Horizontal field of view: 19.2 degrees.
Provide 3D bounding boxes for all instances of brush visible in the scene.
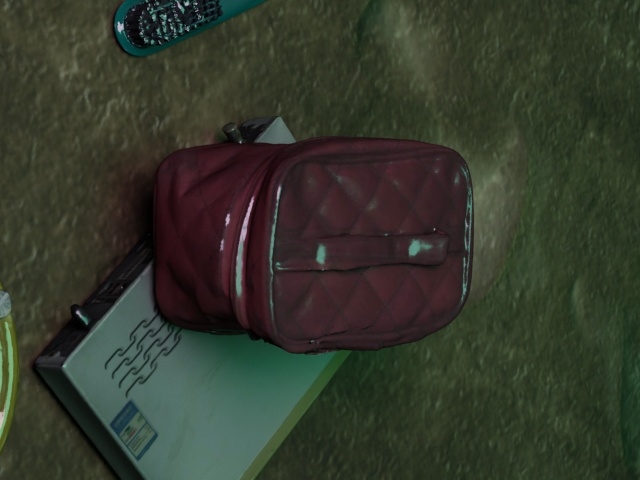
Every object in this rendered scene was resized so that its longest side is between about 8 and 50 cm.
[{"bbox_3d":[-0.073,-0.180,1.386,0.193,0.032,0.043,-29,109,-40],"label":"brush"}]

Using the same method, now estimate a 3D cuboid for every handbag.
[{"bbox_3d":[0.000,0.000,1.317,0.225,0.135,0.146,-2,95,-46],"label":"handbag"}]

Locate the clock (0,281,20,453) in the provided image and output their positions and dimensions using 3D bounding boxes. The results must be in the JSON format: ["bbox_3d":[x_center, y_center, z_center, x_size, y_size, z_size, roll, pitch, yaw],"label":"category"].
[{"bbox_3d":[-0.293,0.080,1.146,0.237,0.057,0.237,1,89,-43],"label":"clock"}]

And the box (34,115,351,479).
[{"bbox_3d":[-0.072,0.060,1.370,0.270,0.045,0.211,-53,123,-31],"label":"box"}]
